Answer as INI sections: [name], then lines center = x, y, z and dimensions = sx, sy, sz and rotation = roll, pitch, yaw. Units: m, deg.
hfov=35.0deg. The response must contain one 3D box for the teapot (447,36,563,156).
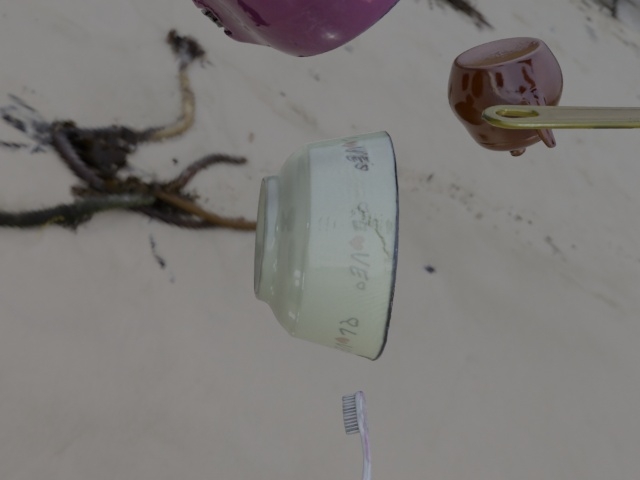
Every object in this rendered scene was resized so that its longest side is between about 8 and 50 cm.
[teapot]
center = 0.180, -0.134, 0.988
dimensions = 0.116, 0.116, 0.173
rotation = 21, 11, -25

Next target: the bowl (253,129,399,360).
[bowl]
center = 0.000, 0.000, 1.030
dimensions = 0.126, 0.238, 0.238
rotation = 4, 36, -7

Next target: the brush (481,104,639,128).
[brush]
center = 0.185, -0.065, 0.527
dimensions = 0.205, 0.011, 0.083
rotation = -1, 27, -1

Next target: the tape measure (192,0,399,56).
[tape measure]
center = -0.007, -0.147, 0.478
dimensions = 0.074, 0.125, 0.118
rotation = 38, 63, -34

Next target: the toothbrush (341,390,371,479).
[toothbrush]
center = 0.053, 0.325, 1.204
dimensions = 0.025, 0.029, 0.307
rotation = 50, 29, -56
